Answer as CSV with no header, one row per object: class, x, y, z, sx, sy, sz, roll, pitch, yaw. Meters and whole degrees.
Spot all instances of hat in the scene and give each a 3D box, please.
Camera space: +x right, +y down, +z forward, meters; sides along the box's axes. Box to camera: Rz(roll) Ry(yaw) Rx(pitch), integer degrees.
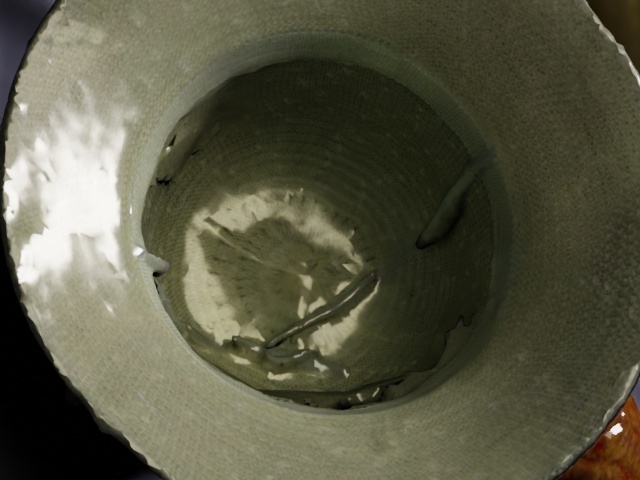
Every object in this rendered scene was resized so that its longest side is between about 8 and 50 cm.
hat,0.000,0.000,0.736,0.257,0.130,0.257,3,74,-9

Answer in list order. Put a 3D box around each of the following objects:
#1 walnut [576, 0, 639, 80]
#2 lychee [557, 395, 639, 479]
walnut,0.133,-0.105,0.860,0.283,0.227,0.283,43,-5,5
lychee,0.086,0.095,0.801,0.114,0.101,0.140,60,35,-26
